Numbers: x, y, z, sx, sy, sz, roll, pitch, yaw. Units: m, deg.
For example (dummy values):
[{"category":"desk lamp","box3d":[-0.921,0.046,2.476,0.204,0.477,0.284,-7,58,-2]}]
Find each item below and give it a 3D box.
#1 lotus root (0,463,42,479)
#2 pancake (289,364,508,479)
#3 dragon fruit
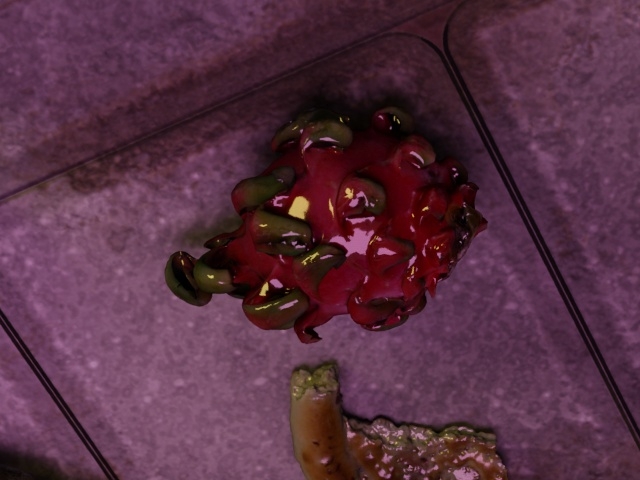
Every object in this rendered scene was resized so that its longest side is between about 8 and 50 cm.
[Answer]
[{"category":"lotus root","box3d":[-0.362,0.289,1.809,0.322,0.158,0.140,-7,139,-2]},{"category":"pancake","box3d":[0.101,0.257,1.838,0.376,0.054,0.197,39,114,-21]},{"category":"dragon fruit","box3d":[0.008,0.004,1.615,0.198,0.218,0.273,51,122,16]}]
